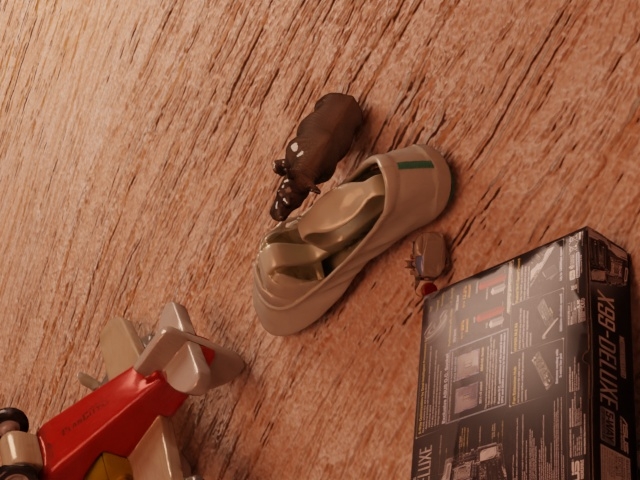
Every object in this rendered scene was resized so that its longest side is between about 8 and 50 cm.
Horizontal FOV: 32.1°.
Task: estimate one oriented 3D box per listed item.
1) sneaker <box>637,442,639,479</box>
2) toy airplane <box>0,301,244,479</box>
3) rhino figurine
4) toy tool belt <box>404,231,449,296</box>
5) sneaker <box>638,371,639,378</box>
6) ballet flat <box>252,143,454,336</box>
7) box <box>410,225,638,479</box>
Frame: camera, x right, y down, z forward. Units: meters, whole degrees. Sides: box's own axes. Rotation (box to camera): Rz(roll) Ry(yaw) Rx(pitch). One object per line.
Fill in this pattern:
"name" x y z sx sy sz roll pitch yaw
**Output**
"sneaker" 0.377 0.262 1.015 0.296 0.105 0.146 160 104 -65
"toy airplane" -0.267 0.285 1.653 0.384 0.272 0.386 -3 49 37
"rhino figurine" -0.012 -0.105 1.421 0.106 0.073 0.243 -43 14 43
"toy tool belt" 0.130 0.030 1.363 0.051 0.052 0.083 163 111 -78
"sneaker" 0.369 0.150 1.106 0.109 0.040 0.043 30 93 40
"ballet flat" 0.000 0.000 1.437 0.400 0.139 0.139 -39 60 39
"box" 0.207 0.166 1.161 0.242 0.076 0.307 -29 43 43
